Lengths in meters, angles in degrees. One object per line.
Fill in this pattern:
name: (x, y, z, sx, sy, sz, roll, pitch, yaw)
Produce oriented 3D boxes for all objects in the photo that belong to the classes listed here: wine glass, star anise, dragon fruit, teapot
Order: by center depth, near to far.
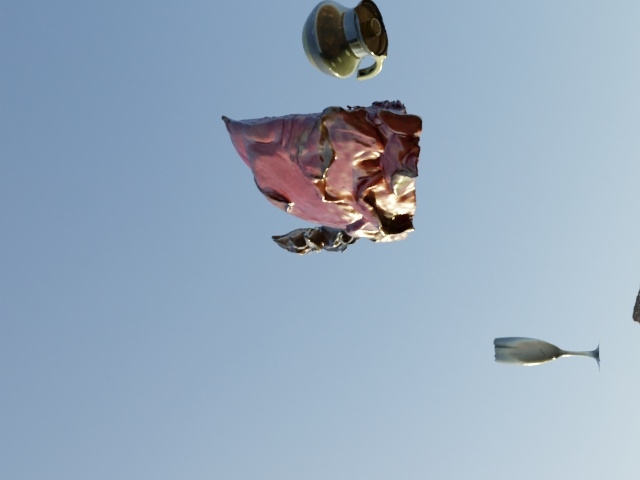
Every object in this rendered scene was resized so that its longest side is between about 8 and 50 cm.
dragon fruit: (0.018, -0.082, 1.207, 0.285, 0.329, 0.228, -6, -79, -12)
teapot: (0.050, -0.324, 1.378, 0.165, 0.119, 0.130, 39, -129, -46)
wine glass: (0.435, 0.218, 1.618, 0.066, 0.198, 0.066, -1, -90, -70)
star anise: (0.000, 0.000, 1.769, 0.195, 0.182, 0.065, -11, -88, -56)

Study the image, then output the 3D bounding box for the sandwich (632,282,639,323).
sandwich: (0.682, 0.008, 1.559, 0.254, 0.099, 0.289, -19, -62, -50)
